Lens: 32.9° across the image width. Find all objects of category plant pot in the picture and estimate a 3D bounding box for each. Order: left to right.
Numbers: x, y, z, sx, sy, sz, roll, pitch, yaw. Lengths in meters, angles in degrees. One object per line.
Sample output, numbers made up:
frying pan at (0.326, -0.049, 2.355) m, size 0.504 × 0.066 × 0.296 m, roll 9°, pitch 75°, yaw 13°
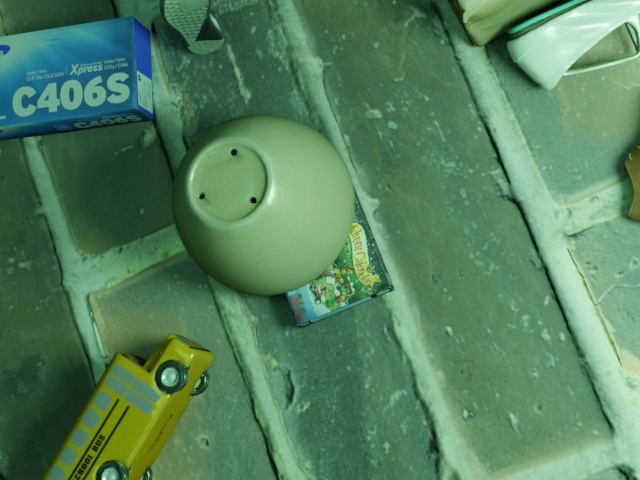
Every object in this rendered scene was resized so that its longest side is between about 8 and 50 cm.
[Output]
plant pot at (-0.108, -0.068, 1.622) m, size 0.284 × 0.191 × 0.284 m, roll -3°, pitch 80°, yaw 15°

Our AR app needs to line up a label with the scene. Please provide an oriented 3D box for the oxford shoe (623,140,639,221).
oxford shoe at (0.489, -0.130, 1.602) m, size 0.076 × 0.076 × 0.212 m, roll 4°, pitch 81°, yaw 25°

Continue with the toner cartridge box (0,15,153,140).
toner cartridge box at (-0.462, -0.269, 1.845) m, size 0.348 × 0.075 × 0.165 m, roll -7°, pitch 78°, yaw 12°

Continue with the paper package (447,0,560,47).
paper package at (0.299, -0.515, 1.662) m, size 0.325 × 0.168 × 0.309 m, roll -29°, pitch 76°, yaw 8°

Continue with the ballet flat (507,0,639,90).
ballet flat at (0.478, -0.350, 1.625) m, size 0.400 × 0.139 × 0.139 m, roll -28°, pitch 75°, yaw 12°

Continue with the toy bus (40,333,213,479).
toy bus at (-0.304, 0.292, 1.696) m, size 0.130 × 0.108 × 0.332 m, roll 30°, pitch 89°, yaw 18°

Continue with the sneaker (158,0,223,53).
sneaker at (-0.226, -0.417, 1.740) m, size 0.086 × 0.226 × 0.163 m, roll -18°, pitch 73°, yaw -1°

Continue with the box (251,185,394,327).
box at (0.000, 0.000, 1.706) m, size 0.159 × 0.044 × 0.233 m, roll -23°, pitch 76°, yaw 9°
